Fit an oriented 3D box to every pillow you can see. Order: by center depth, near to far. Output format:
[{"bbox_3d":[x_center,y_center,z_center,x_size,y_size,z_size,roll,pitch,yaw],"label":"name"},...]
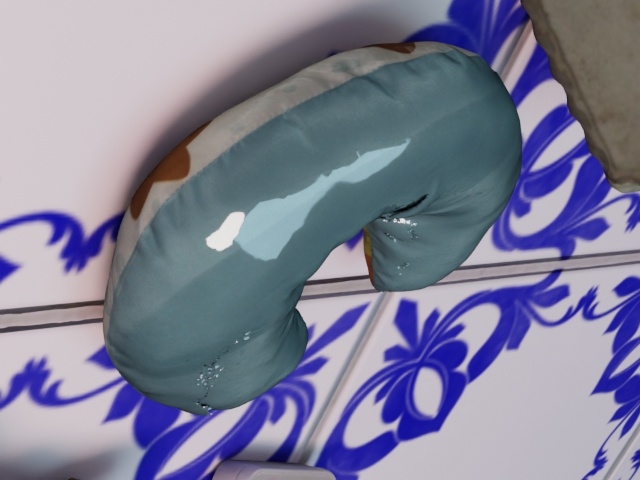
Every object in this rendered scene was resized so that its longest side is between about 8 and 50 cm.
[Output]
[{"bbox_3d":[0.000,0.000,0.663,0.233,0.086,0.214,-34,150,-17],"label":"pillow"}]

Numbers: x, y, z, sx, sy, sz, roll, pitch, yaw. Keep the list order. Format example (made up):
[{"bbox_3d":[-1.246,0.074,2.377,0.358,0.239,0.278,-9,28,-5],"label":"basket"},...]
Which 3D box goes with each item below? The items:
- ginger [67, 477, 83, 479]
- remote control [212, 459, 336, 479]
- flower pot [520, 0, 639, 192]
[{"bbox_3d":[-0.225,0.187,0.557,0.363,0.122,0.348,-56,140,-11],"label":"ginger"},{"bbox_3d":[-0.050,0.259,0.828,0.103,0.034,0.250,18,84,-54],"label":"remote control"},{"bbox_3d":[0.250,-0.125,0.697,0.189,0.239,0.209,-5,100,-47],"label":"flower pot"}]
